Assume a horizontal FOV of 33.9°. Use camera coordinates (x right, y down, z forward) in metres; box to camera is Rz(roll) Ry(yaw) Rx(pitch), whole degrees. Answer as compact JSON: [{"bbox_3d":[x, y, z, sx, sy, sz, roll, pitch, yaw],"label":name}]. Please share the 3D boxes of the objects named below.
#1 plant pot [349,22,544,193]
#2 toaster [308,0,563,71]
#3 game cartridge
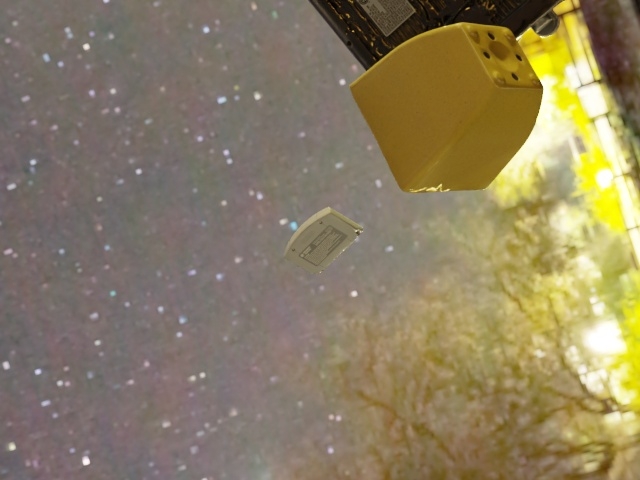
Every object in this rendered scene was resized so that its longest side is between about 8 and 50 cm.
[{"bbox_3d":[0.084,-0.086,0.632,0.081,0.083,0.081,-5,-119,-42],"label":"plant pot"},{"bbox_3d":[0.084,-0.202,0.799,0.185,0.168,0.110,51,-162,5],"label":"toaster"},{"bbox_3d":[0.000,0.000,1.167,0.056,0.083,0.017,29,-147,-29],"label":"game cartridge"}]
